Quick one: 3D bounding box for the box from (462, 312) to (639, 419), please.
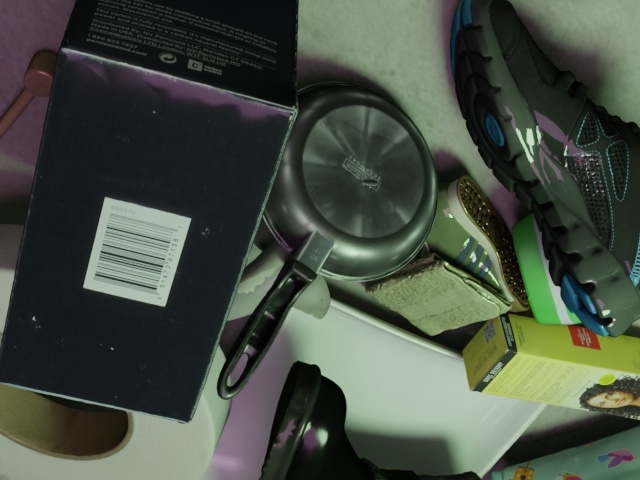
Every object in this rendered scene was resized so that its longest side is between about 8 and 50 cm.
[{"bbox_3d":[0.279,0.139,1.392,0.232,0.058,0.087,11,137,-20],"label":"box"}]

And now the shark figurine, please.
[{"bbox_3d":[-0.054,0.051,1.297,0.278,0.166,0.116,-33,125,24],"label":"shark figurine"}]

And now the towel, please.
[{"bbox_3d":[0.121,0.060,1.344,0.110,0.027,0.148,33,153,-20],"label":"towel"}]

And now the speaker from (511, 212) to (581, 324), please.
[{"bbox_3d":[0.350,-0.004,1.271,0.297,0.131,0.131,-15,126,12],"label":"speaker"}]

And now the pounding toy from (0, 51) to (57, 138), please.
[{"bbox_3d":[-0.352,-0.139,1.197,0.206,0.094,0.181,-5,127,5],"label":"pounding toy"}]

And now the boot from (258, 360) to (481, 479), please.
[{"bbox_3d":[0.065,0.275,1.420,0.260,0.131,0.348,10,138,2],"label":"boot"}]

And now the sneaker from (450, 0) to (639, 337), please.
[{"bbox_3d":[0.235,-0.085,1.180,0.140,0.125,0.340,-28,94,-7],"label":"sneaker"}]

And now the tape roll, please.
[{"bbox_3d":[-0.289,0.146,1.369,0.392,0.072,0.392,10,135,10],"label":"tape roll"}]

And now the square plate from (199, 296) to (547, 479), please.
[{"bbox_3d":[0.038,0.217,1.493,0.347,0.049,0.344,23,125,-16],"label":"square plate"}]

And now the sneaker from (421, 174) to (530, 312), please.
[{"bbox_3d":[0.149,0.009,1.330,0.086,0.064,0.192,-11,134,29],"label":"sneaker"}]

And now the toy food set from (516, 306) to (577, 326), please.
[{"bbox_3d":[0.258,0.071,1.394,0.083,0.020,0.082,-35,120,24],"label":"toy food set"}]

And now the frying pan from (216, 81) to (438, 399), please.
[{"bbox_3d":[-0.015,-0.026,1.171,0.197,0.326,0.053,56,152,-5],"label":"frying pan"}]

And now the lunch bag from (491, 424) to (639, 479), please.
[{"bbox_3d":[0.350,0.363,1.536,0.223,0.160,0.262,-19,136,11],"label":"lunch bag"}]

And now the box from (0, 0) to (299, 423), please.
[{"bbox_3d":[-0.145,-0.079,1.103,0.179,0.312,0.343,14,126,-9],"label":"box"}]
